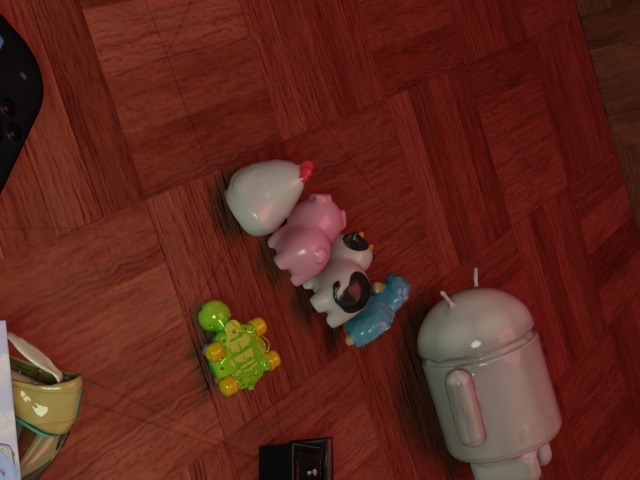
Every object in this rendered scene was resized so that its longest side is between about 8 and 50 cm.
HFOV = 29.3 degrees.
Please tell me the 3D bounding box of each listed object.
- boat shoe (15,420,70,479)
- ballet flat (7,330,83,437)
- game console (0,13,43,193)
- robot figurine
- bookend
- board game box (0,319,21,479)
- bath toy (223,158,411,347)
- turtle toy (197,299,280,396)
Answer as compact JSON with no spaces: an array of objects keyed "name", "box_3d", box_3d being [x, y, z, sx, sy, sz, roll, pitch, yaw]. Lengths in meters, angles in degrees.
[{"name":"boat shoe","box_3d":[-0.359,0.250,1.194,0.120,0.122,0.324,44,40,-22]},{"name":"ballet flat","box_3d":[-0.335,0.110,1.189,0.080,0.232,0.073,-69,-175,-74]},{"name":"game console","box_3d":[-0.439,-0.186,1.186,0.386,0.060,0.342,50,30,-34]},{"name":"robot figurine","box_3d":[0.279,0.229,2.028,0.300,0.199,0.354,-36,111,-64]},{"name":"bookend","box_3d":[-0.055,0.335,1.630,0.156,0.072,0.157,22,62,-51]},{"name":"board game box","box_3d":[-0.355,0.185,1.098,0.160,0.039,0.212,-4,82,-26]},{"name":"bath toy","box_3d":[0.000,0.000,1.761,0.348,0.129,0.151,48,10,-38]},{"name":"turtle toy","box_3d":[-0.117,0.138,1.602,0.095,0.066,0.130,-28,103,-30]}]
